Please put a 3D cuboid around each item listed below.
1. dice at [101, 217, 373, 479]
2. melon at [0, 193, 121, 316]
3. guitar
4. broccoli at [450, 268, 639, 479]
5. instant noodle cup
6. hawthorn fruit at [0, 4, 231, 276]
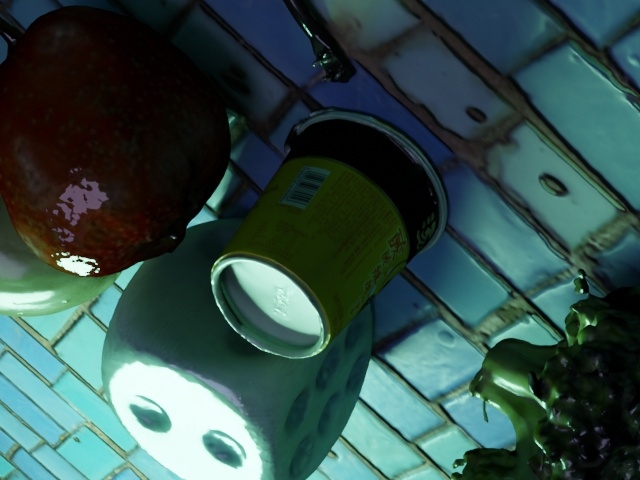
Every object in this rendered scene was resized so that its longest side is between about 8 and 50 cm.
[{"bbox_3d":[-0.101,0.150,1.655,0.263,0.268,0.264,22,139,22],"label":"dice"},{"bbox_3d":[-0.404,-0.021,1.753,0.308,0.271,0.271,-5,130,9],"label":"melon"},{"bbox_3d":[-0.044,-0.270,1.359,0.084,0.038,0.271,-6,124,46],"label":"guitar"},{"bbox_3d":[0.297,0.182,1.387,0.281,0.348,0.293,22,97,35],"label":"broccoli"},{"bbox_3d":[0.000,0.000,1.441,0.216,0.236,0.215,22,138,21],"label":"instant noodle cup"},{"bbox_3d":[-0.275,-0.140,1.497,0.369,0.285,0.285,51,143,-3],"label":"hawthorn fruit"}]
